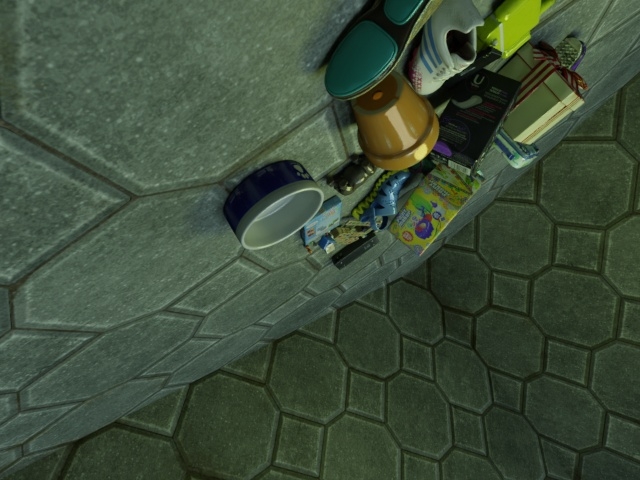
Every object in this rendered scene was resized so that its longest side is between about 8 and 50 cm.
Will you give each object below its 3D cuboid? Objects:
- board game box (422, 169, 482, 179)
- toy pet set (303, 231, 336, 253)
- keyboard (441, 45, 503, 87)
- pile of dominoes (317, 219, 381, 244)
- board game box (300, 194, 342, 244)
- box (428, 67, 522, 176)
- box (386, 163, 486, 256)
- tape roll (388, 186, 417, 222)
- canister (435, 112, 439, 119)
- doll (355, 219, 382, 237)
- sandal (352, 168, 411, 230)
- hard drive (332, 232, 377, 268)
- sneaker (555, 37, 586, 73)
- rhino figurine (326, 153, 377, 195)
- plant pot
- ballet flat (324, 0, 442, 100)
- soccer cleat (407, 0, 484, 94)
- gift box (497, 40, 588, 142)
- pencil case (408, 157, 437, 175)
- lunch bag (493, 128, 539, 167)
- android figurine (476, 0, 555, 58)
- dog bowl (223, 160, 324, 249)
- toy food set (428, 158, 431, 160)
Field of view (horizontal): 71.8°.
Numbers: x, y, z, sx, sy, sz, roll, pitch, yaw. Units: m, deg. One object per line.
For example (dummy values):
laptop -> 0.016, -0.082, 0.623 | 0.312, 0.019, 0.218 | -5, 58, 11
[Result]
board game box -> 0.569, -0.274, 1.922 | 0.210, 0.160, 0.047 | -41, 138, 17
toy pet set -> 0.000, 0.000, 1.750 | 0.122, 0.114, 0.065 | -32, 135, -13
keyboard -> 0.389, -0.470, 1.201 | 0.108, 0.023, 0.180 | -11, 173, -44
pile of dominoes -> 0.129, -0.019, 1.901 | 0.251, 0.040, 0.196 | 0, 150, -48
board game box -> 0.001, -0.070, 1.624 | 0.160, 0.039, 0.211 | -31, 164, -11
box -> 0.460, -0.359, 1.341 | 0.270, 0.165, 0.143 | -59, 162, -2
box -> 0.451, -0.141, 1.741 | 0.279, 0.177, 0.290 | -40, 166, -40
tape roll -> 0.459, -0.125, 2.102 | 0.246, 0.169, 0.246 | -31, 163, -11
canister -> 0.287, -0.326, 1.401 | 0.126, 0.073, 0.170 | -36, 168, -32
doll -> 0.236, -0.058, 2.076 | 0.129, 0.046, 0.189 | -40, 162, 20
sandal -> 0.257, -0.153, 1.716 | 0.126, 0.138, 0.317 | -17, 154, -39
hard drive -> 0.176, 0.049, 2.235 | 0.254, 0.054, 0.172 | -36, 163, 3
sneaker -> 0.887, -0.623, 1.680 | 0.146, 0.102, 0.293 | -20, 158, -41
rhino figurine -> 0.136, -0.231, 1.393 | 0.243, 0.073, 0.106 | -39, 159, 8
plant pot -> 0.167, -0.306, 1.082 | 0.205, 0.205, 0.188 | -38, 146, 10
ballet flat -> 0.140, -0.416, 0.858 | 0.123, 0.123, 0.348 | -14, 154, -48
soccer cleat -> 0.288, -0.425, 1.036 | 0.116, 0.143, 0.331 | -33, 163, -4
gift box -> 0.715, -0.486, 1.479 | 0.258, 0.255, 0.276 | -43, 164, 33
pencil case -> 0.394, -0.288, 1.717 | 0.064, 0.070, 0.151 | -32, 165, 32
lunch bag -> 0.833, -0.419, 1.923 | 0.176, 0.219, 0.090 | -19, 156, -39
android figurine -> 0.508, -0.577, 1.191 | 0.273, 0.056, 0.248 | -41, 162, 14
dog bowl -> -0.127, -0.094, 1.218 | 0.265, 0.104, 0.265 | -32, 163, -11
toy food set -> 0.477, -0.361, 1.766 | 0.122, 0.019, 0.078 | -28, 163, 5
